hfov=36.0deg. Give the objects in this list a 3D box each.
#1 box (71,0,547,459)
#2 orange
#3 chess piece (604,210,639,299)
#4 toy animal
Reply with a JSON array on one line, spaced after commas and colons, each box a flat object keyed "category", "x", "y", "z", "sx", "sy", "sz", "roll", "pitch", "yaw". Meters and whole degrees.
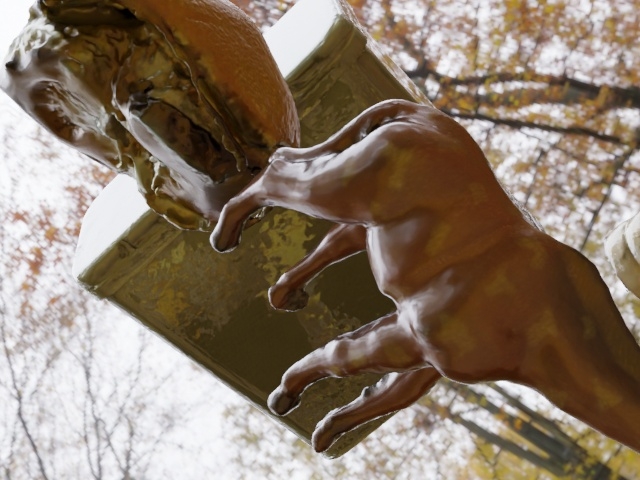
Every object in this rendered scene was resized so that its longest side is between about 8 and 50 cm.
[{"category": "box", "x": 0.000, "y": 0.000, "z": 0.981, "sx": 0.352, "sy": 0.177, "sz": 0.344, "roll": -41, "pitch": -67, "yaw": 15}, {"category": "orange", "x": -0.084, "y": -0.083, "z": 0.535, "sx": 0.112, "sy": 0.160, "sz": 0.170, "roll": -50, "pitch": -49, "yaw": -29}, {"category": "chess piece", "x": 0.455, "y": -0.045, "z": 1.070, "sx": 0.137, "sy": 0.137, "sz": 0.301, "roll": -11, "pitch": -29, "yaw": -37}, {"category": "toy animal", "x": 0.075, "y": 0.045, "z": 0.363, "sx": 0.066, "sy": 0.230, "sz": 0.224, "roll": -10, "pitch": -101, "yaw": -56}]
